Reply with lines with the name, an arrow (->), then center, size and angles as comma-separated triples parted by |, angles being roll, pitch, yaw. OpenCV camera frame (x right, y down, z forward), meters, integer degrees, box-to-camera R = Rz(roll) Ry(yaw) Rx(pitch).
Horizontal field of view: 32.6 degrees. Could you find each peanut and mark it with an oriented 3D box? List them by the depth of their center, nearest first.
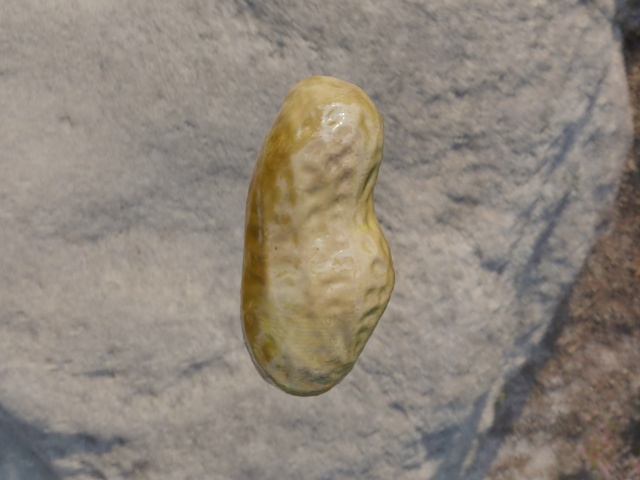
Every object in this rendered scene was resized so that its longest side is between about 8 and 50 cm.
peanut -> 0.000, 0.000, 0.756 | 0.108, 0.095, 0.226 | 7, 102, 18
